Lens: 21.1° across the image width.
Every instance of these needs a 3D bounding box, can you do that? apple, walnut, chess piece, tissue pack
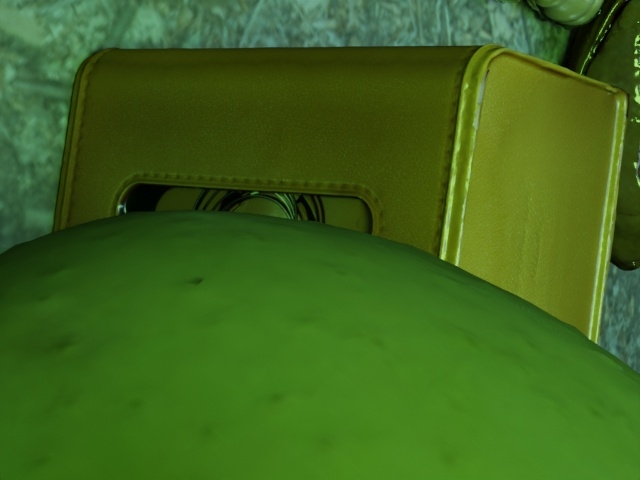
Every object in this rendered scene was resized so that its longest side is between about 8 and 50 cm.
[{"bbox_3d":[-0.023,0.218,0.596,0.474,0.474,0.473,-7,99,-51],"label":"apple"},{"bbox_3d":[0.249,-0.097,1.331,0.137,0.137,0.245,-2,99,-51],"label":"walnut"},{"bbox_3d":[0.140,-0.196,1.240,0.172,0.060,0.060,6,89,-49],"label":"chess piece"},{"bbox_3d":[0.000,0.000,0.909,0.145,0.275,0.194,9,86,-50],"label":"tissue pack"}]

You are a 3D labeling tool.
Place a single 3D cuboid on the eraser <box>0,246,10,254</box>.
[{"bbox_3d":[-0.178,0.051,0.858,0.026,0.065,0.105,54,55,-37],"label":"eraser"}]
